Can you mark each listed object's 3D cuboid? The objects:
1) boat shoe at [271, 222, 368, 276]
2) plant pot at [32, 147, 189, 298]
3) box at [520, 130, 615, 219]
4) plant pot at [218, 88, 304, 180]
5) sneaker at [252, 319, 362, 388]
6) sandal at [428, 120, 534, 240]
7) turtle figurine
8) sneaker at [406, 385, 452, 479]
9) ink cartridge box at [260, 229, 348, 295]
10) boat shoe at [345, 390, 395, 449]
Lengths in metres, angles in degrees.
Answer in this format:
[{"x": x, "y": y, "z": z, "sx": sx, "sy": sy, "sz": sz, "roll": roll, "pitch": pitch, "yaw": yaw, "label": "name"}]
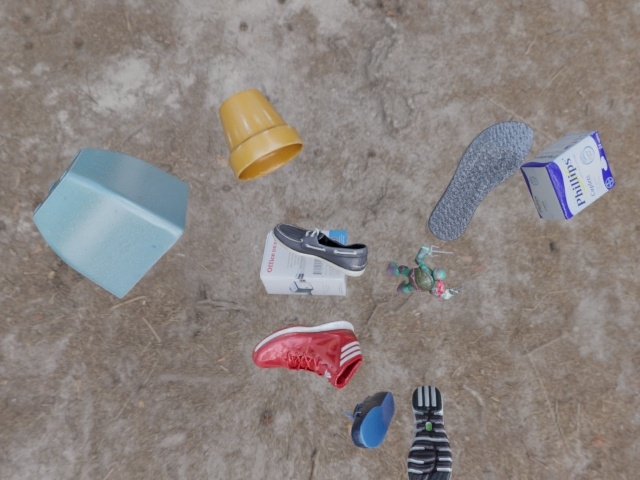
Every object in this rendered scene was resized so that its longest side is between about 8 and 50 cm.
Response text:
[{"x": 0.000, "y": 0.000, "z": 0.824, "sx": 0.206, "sy": 0.065, "sz": 0.075, "roll": 24, "pitch": 35, "yaw": 15, "label": "boat shoe"}, {"x": -0.493, "y": -0.069, "z": 0.975, "sx": 0.248, "sy": 0.247, "sz": 0.252, "roll": -42, "pitch": 123, "yaw": 16, "label": "plant pot"}, {"x": 0.491, "y": -0.128, "z": 0.824, "sx": 0.137, "sy": 0.072, "sz": 0.126, "roll": -34, "pitch": 107, "yaw": -9, "label": "box"}, {"x": -0.177, "y": -0.292, "z": 1.122, "sx": 0.205, "sy": 0.205, "sz": 0.187, "roll": -28, "pitch": 89, "yaw": -12, "label": "plant pot"}, {"x": -0.021, "y": 0.237, "z": 0.828, "sx": 0.221, "sy": 0.087, "sz": 0.128, "roll": -16, "pitch": 35, "yaw": -9, "label": "sneaker"}, {"x": 0.291, "y": -0.116, "z": 0.788, "sx": 0.097, "sy": 0.054, "sz": 0.254, "roll": 38, "pitch": 111, "yaw": 6, "label": "sandal"}, {"x": 0.313, "y": 0.103, "z": 1.248, "sx": 0.118, "sy": 0.234, "sz": 0.175, "roll": -14, "pitch": 89, "yaw": -38, "label": "turtle figurine"}, {"x": 0.294, "y": 0.542, "z": 1.084, "sx": 0.107, "sy": 0.162, "sz": 0.281, "roll": -3, "pitch": 46, "yaw": 21, "label": "sneaker"}, {"x": -0.032, "y": 0.051, "z": 0.980, "sx": 0.191, "sy": 0.082, "sz": 0.139, "roll": 0, "pitch": 54, "yaw": 9, "label": "ink cartridge box"}, {"x": 0.127, "y": 0.477, "z": 1.094, "sx": 0.089, "sy": 0.258, "sz": 0.109, "roll": -13, "pitch": 80, "yaw": 24, "label": "boat shoe"}]
